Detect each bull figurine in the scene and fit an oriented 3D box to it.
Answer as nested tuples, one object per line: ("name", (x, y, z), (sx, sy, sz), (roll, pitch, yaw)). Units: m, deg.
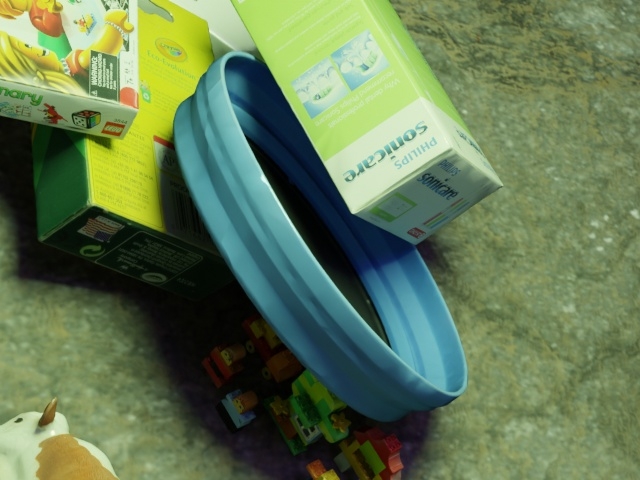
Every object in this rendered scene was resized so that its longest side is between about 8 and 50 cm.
("bull figurine", (-0.184, 0.272, 1.124), (0.310, 0.101, 0.188), (42, 49, 2))

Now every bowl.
("bowl", (0.000, 0.000, 1.341), (0.391, 0.077, 0.391), (50, 15, -19))

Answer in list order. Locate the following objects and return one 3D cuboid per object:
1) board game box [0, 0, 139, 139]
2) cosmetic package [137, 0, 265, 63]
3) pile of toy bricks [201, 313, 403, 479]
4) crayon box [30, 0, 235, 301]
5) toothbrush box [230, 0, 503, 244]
("board game box", (-0.266, -0.242, 1.290), (0.193, 0.053, 0.305), (10, 53, -23))
("cosmetic package", (-0.136, -0.253, 1.572), (0.239, 0.060, 0.099), (35, 46, -7))
("pile of toy bricks", (-0.011, 0.151, 1.324), (0.118, 0.105, 0.212), (-21, 71, -42))
("crayon box", (-0.184, -0.116, 1.383), (0.202, 0.081, 0.318), (25, 44, -43))
("toothbrush box", (0.046, -0.155, 1.432), (0.283, 0.122, 0.206), (59, 13, 18))
